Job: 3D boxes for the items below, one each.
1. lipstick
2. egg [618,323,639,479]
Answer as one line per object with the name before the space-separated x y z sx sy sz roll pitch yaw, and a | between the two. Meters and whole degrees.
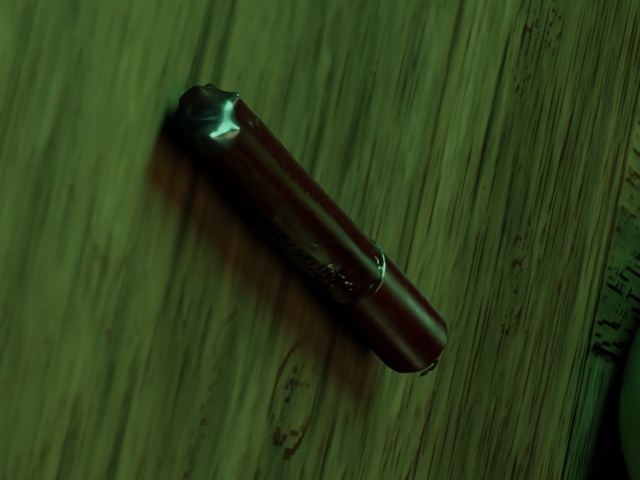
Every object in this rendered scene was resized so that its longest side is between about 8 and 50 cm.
lipstick | 0.000 0.000 0.521 0.176 0.027 0.027 47 57 -58
egg | 0.251 0.079 0.886 0.253 0.186 0.186 -41 134 -55
